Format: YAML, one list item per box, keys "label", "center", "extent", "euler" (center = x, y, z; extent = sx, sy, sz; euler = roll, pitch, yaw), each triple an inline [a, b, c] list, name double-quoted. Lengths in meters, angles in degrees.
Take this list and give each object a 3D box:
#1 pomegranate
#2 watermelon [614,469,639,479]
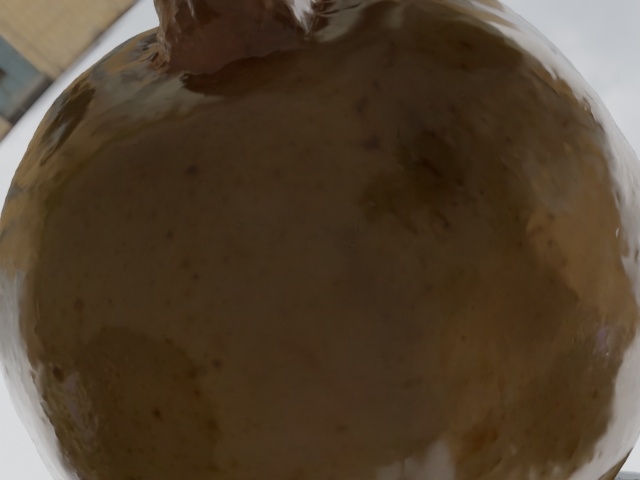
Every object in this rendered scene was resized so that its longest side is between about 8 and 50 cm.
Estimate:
- label: "pomegranate"
  center: [0.004, 0.015, 0.571]
  extent: [0.207, 0.207, 0.207]
  euler: [-4, -106, 13]
- label: "watermelon"
  center: [0.137, 0.228, 0.859]
  extent: [0.269, 0.269, 0.269]
  euler: [-4, -106, 13]
